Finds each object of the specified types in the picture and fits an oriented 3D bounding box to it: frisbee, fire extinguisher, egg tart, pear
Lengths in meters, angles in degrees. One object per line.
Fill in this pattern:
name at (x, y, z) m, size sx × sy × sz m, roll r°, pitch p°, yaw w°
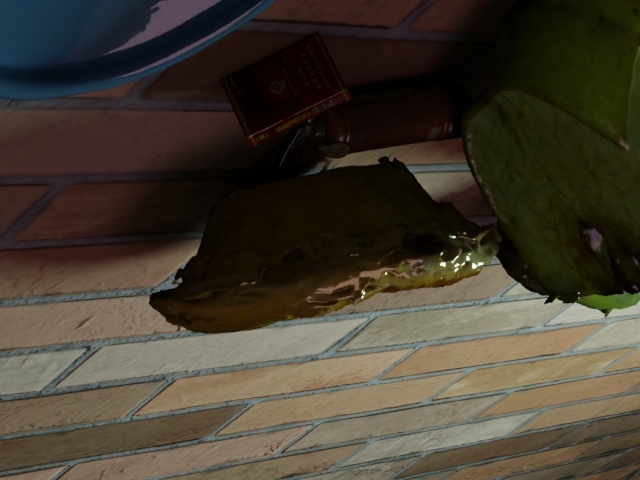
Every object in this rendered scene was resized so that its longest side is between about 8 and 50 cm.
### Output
frisbee at (-0.109, -0.183, 1.144) m, size 0.290 × 0.049 × 0.289 m, roll -25°, pitch 159°, yaw -10°
fire extinguisher at (0.040, -0.092, 1.574) m, size 0.177 × 0.050 × 0.062 m, roll -11°, pitch 128°, yaw -34°
egg tart at (0.000, 0.000, 1.616) m, size 0.295 × 0.116 × 0.295 m, roll -11°, pitch -177°, yaw 1°
pear at (0.221, -0.087, 1.586) m, size 0.164 × 0.255 × 0.238 m, roll -47°, pitch -164°, yaw -26°

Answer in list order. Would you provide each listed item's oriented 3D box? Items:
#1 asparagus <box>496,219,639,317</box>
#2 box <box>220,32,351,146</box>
asparagus at (0.288, 0.012, 2.075) m, size 0.108 × 0.128 × 0.382 m, roll 7°, pitch 175°, yaw 23°
box at (-0.025, -0.110, 1.444) m, size 0.082 × 0.051 × 0.023 m, roll -26°, pitch 159°, yaw 2°
